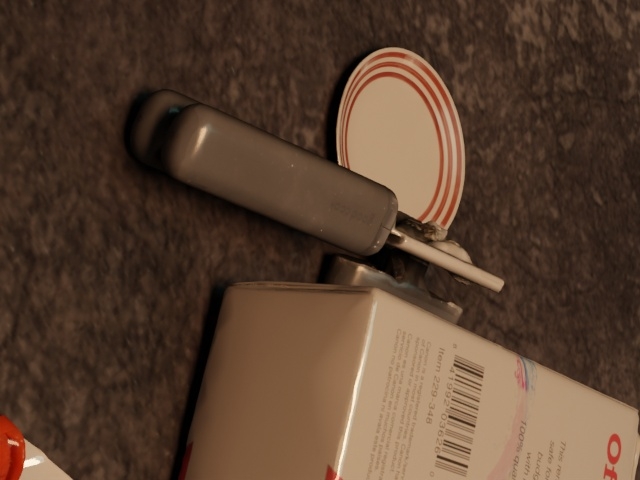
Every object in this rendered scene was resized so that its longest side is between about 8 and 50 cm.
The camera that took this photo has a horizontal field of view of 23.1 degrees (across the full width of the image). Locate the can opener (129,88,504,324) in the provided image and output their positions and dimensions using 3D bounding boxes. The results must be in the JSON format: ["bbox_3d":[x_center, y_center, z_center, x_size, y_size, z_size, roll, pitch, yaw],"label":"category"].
[{"bbox_3d":[0.000,0.000,0.962,0.283,0.076,0.095,22,93,-39],"label":"can opener"}]

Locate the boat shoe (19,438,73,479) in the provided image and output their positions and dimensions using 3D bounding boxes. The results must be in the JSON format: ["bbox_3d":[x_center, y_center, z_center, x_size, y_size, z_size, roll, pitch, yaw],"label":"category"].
[{"bbox_3d":[-0.131,0.186,0.709,0.301,0.108,0.102,44,50,-2],"label":"boat shoe"}]

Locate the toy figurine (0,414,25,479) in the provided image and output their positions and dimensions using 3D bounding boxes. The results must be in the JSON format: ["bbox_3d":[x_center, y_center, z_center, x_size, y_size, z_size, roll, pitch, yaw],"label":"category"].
[{"bbox_3d":[-0.214,0.166,0.607,0.148,0.209,0.213,-23,105,-59],"label":"toy figurine"}]

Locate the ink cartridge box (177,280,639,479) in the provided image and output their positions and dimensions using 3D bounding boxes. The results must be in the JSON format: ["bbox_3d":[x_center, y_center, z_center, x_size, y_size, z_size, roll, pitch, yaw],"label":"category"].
[{"bbox_3d":[0.058,0.174,0.972,0.306,0.131,0.226,28,70,-46],"label":"ink cartridge box"}]

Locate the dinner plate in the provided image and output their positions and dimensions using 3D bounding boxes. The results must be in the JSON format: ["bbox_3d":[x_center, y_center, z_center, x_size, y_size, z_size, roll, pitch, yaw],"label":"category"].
[{"bbox_3d":[0.052,-0.061,1.073,0.141,0.017,0.141,4,85,-49],"label":"dinner plate"}]
